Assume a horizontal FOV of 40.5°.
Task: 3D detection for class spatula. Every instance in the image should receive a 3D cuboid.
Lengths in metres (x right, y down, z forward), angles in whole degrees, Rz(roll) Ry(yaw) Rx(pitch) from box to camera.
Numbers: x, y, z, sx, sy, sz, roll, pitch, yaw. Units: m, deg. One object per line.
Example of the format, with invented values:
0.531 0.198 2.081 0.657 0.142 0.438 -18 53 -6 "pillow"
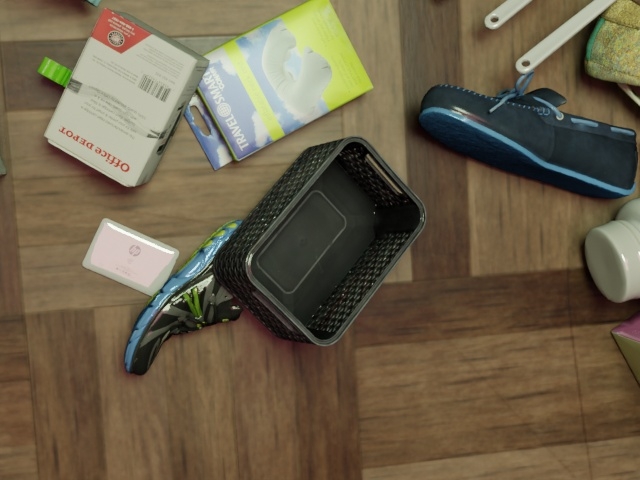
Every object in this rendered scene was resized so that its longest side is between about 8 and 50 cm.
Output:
0.248 -0.282 0.880 0.242 0.019 0.168 -38 71 -5 "spatula"

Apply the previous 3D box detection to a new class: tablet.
-0.190 0.018 0.873 0.083 0.006 0.054 25 90 -12 "tablet"

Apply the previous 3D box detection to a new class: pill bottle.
0.398 -0.003 0.922 0.215 0.117 0.117 -17 97 -9 "pill bottle"

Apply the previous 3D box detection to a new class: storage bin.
0.000 0.000 0.838 0.122 0.084 0.180 46 68 -19 "storage bin"

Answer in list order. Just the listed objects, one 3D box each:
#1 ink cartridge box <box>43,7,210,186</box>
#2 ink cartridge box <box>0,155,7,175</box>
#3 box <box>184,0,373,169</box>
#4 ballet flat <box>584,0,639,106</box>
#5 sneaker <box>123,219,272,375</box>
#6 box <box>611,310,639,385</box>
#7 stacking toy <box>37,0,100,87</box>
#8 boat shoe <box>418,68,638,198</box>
-0.180 -0.133 0.814 0.099 0.056 0.135 30 103 1 "ink cartridge box"
-0.417 -0.096 0.778 0.212 0.093 0.154 -21 97 -9 "ink cartridge box"
-0.051 -0.157 0.866 0.178 0.042 0.109 -30 99 -7 "box"
0.435 -0.150 0.930 0.349 0.123 0.123 23 90 -12 "ballet flat"
-0.121 0.064 0.856 0.078 0.067 0.188 45 80 -8 "sneaker"
0.451 0.183 0.898 0.117 0.213 0.243 -31 99 -6 "box"
-0.237 -0.239 0.754 0.052 0.221 0.167 30 89 20 "stacking toy"
0.216 -0.117 0.901 0.258 0.109 0.089 18 84 -28 "boat shoe"
